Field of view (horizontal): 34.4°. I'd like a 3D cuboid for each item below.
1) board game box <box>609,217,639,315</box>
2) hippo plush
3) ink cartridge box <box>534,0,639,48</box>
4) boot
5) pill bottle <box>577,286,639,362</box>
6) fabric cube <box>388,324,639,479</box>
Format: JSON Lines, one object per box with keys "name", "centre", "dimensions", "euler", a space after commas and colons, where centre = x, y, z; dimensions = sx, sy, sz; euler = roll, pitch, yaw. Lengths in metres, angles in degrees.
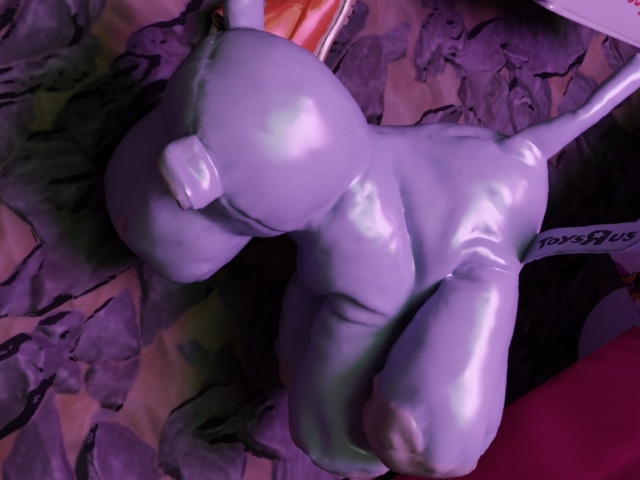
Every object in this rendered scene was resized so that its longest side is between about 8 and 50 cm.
{"name": "board game box", "centre": [0.415, 0.041, 0.854], "dimensions": [0.318, 0.066, 0.318], "euler": [-40, 112, -22]}
{"name": "hippo plush", "centre": [0.000, 0.000, 0.594], "dimensions": [0.237, 0.294, 0.234], "euler": [25, 57, -29]}
{"name": "ink cartridge box", "centre": [0.242, -0.309, 0.775], "dimensions": [0.211, 0.121, 0.289], "euler": [4, 119, -49]}
{"name": "boot", "centre": [-0.028, -0.155, 0.692], "dimensions": [0.085, 0.059, 0.157], "euler": [22, 79, -34]}
{"name": "pill bottle", "centre": [0.384, 0.111, 0.983], "dimensions": [0.283, 0.160, 0.160], "euler": [4, 90, -41]}
{"name": "fabric cube", "centre": [0.223, 0.266, 0.738], "dimensions": [0.258, 0.259, 0.254], "euler": [-32, 115, -3]}
